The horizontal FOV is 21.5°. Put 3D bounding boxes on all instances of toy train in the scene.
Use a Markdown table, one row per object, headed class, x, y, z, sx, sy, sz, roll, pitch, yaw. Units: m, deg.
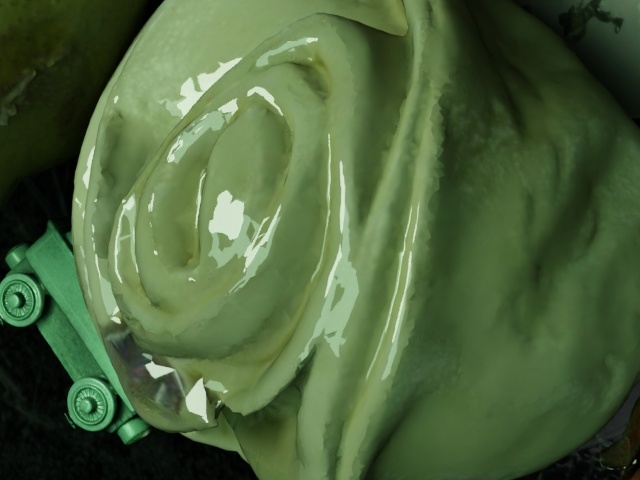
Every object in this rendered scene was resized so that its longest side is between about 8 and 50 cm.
| class | x | y | z | sx | sy | sz | roll | pitch | yaw |
| --- | --- | --- | --- | --- | --- | --- | --- | --- | --- |
| toy train | -0.162 | 0.062 | 1.218 | 0.099 | 0.070 | 0.172 | -40 | 79 | 22 |

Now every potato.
| class | x | y | z | sx | sy | sz | roll | pitch | yaw |
| --- | --- | --- | --- | --- | --- | --- | --- | --- | --- |
| potato | -0.220 | -0.136 | 1.061 | 0.202 | 0.218 | 0.351 | 47 | 105 | 10 |

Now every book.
| class | x | y | z | sx | sy | sz | roll | pitch | yaw |
| --- | --- | --- | --- | --- | --- | --- | --- | --- | --- |
| book | 0.187 | -0.134 | 0.979 | 0.181 | 0.014 | 0.127 | 0 | 102 | 32 |

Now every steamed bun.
| class | x | y | z | sx | sy | sz | roll | pitch | yaw |
| --- | --- | --- | --- | --- | --- | --- | --- | --- | --- |
| steamed bun | 0.000 | 0.000 | 0.966 | 0.367 | 0.255 | 0.342 | 38 | 116 | 31 |

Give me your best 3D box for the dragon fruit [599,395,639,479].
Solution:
| class | x | y | z | sx | sy | sz | roll | pitch | yaw |
| --- | --- | --- | --- | --- | --- | --- | --- | --- | --- |
| dragon fruit | 0.241 | 0.127 | 0.911 | 0.188 | 0.182 | 0.182 | -16 | 92 | 39 |
